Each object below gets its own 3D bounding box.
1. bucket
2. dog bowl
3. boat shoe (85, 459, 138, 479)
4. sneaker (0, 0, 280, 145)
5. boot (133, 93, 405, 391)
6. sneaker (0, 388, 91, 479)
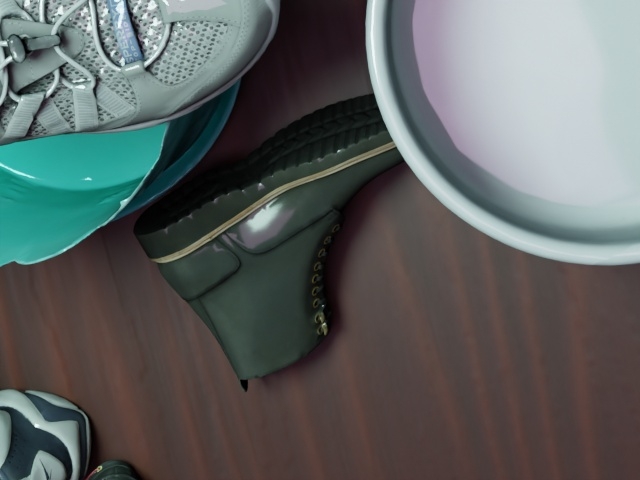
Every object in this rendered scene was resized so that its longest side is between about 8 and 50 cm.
[{"bbox_3d":[-0.185,-0.126,1.182,0.281,0.183,0.281,4,104,14],"label":"bucket"},{"bbox_3d":[0.159,-0.122,1.105,0.264,0.104,0.265,0,96,4],"label":"dog bowl"},{"bbox_3d":[-0.157,0.212,1.329,0.049,0.042,0.133,19,110,-18],"label":"boat shoe"},{"bbox_3d":[-0.154,-0.091,1.023,0.281,0.115,0.105,-18,97,17],"label":"sneaker"},{"bbox_3d":[0.000,0.000,1.234,0.197,0.077,0.137,-24,114,12],"label":"boot"},{"bbox_3d":[-0.285,0.145,1.286,0.235,0.153,0.094,14,105,12],"label":"sneaker"}]
